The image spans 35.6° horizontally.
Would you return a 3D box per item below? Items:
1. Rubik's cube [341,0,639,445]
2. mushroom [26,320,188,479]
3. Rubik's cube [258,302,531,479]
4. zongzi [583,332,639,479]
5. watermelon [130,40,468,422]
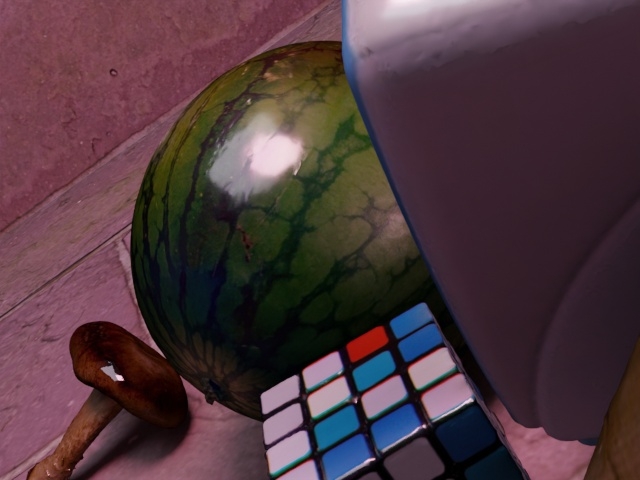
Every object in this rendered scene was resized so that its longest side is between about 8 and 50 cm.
[{"bbox_3d":[0.227,-0.122,0.542,0.352,0.352,0.347,-11,47,19],"label":"Rubik's cube"},{"bbox_3d":[-0.258,0.213,1.138,0.218,0.148,0.227,-56,15,-6],"label":"mushroom"},{"bbox_3d":[0.060,0.165,0.703,0.151,0.154,0.155,-31,22,6],"label":"Rubik's cube"},{"bbox_3d":[0.142,0.137,0.375,0.160,0.361,0.323,19,56,43],"label":"zongzi"},{"bbox_3d":[0.000,0.000,0.899,0.363,0.363,0.363,-29,22,13],"label":"watermelon"}]
